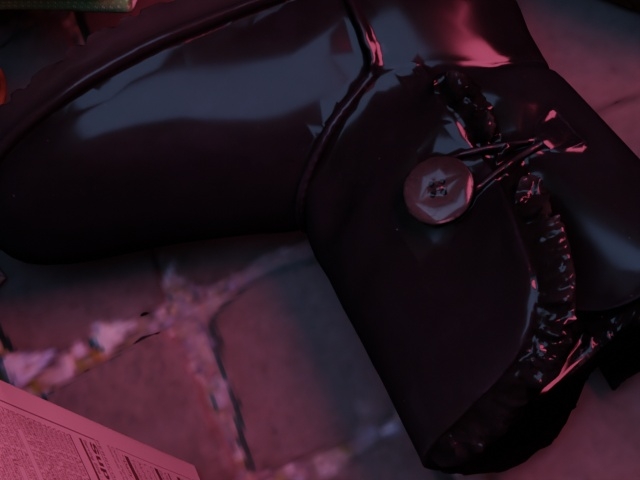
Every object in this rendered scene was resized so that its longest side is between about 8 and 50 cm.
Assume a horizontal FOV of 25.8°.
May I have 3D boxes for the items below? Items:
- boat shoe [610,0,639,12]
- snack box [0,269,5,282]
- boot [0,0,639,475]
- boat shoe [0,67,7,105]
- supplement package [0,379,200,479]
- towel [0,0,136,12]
[{"bbox_3d":[0.079,-0.167,0.572,0.223,0.080,0.073,32,76,16],"label":"boat shoe"},{"bbox_3d":[-0.218,-0.023,0.635,0.064,0.022,0.178,-44,66,-1],"label":"snack box"},{"bbox_3d":[0.000,0.000,0.525,0.246,0.094,0.207,-29,65,2],"label":"boot"},{"bbox_3d":[-0.215,0.001,0.495,0.119,0.123,0.324,17,44,6],"label":"boat shoe"},{"bbox_3d":[-0.127,0.177,0.411,0.199,0.263,0.198,-30,67,5],"label":"supplement package"},{"bbox_3d":[-0.129,-0.254,0.645,0.247,0.038,0.325,6,73,36],"label":"towel"}]
